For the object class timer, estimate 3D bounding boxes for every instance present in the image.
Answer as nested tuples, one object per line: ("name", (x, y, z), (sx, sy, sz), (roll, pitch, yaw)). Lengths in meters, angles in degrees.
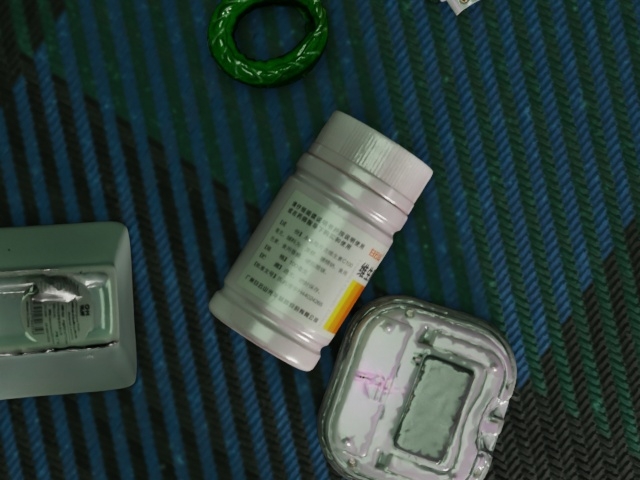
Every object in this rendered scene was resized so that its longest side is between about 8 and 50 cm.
("timer", (0.103, 0.169, 1.645), (0.190, 0.069, 0.208), (17, 89, -3))

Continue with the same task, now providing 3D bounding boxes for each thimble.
("thimble", (-0.053, -0.220, 1.631), (0.130, 0.090, 0.118), (-43, 93, 1))

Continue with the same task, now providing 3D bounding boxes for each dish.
("dish", (-0.294, 0.074, 1.585), (0.243, 0.080, 0.182), (-4, 90, -29))

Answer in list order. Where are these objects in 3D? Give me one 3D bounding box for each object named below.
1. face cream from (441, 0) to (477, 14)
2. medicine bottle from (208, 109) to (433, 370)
("face cream", (0.099, -0.346, 1.640), (0.075, 0.075, 0.229), (-32, 91, 0))
("medicine bottle", (0.000, 0.000, 1.612), (0.133, 0.133, 0.250), (31, 89, -1))
